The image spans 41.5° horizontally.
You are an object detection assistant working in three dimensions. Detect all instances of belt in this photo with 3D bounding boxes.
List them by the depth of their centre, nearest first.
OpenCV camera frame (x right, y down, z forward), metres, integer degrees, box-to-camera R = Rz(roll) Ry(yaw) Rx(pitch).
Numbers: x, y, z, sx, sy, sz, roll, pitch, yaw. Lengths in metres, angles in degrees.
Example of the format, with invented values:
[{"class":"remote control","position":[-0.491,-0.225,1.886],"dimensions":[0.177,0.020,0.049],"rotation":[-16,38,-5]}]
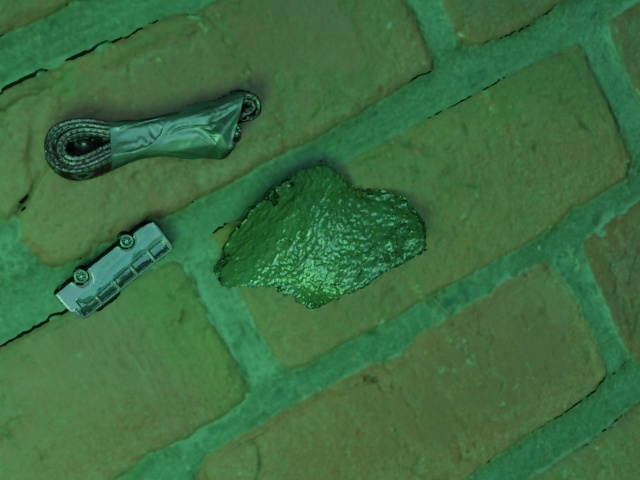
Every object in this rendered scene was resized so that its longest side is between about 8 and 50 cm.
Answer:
[{"class":"belt","position":[-0.176,-0.110,0.902],"dimensions":[0.232,0.053,0.071],"rotation":[-14,89,-13]}]

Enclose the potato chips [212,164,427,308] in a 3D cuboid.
[{"class":"potato chips","position":[0.004,0.000,0.954],"dimensions":[0.228,0.059,0.167],"rotation":[13,97,-20]}]

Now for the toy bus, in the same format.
[{"class":"toy bus","position":[-0.221,0.030,0.908],"dimensions":[0.131,0.037,0.052],"rotation":[-40,107,-10]}]
